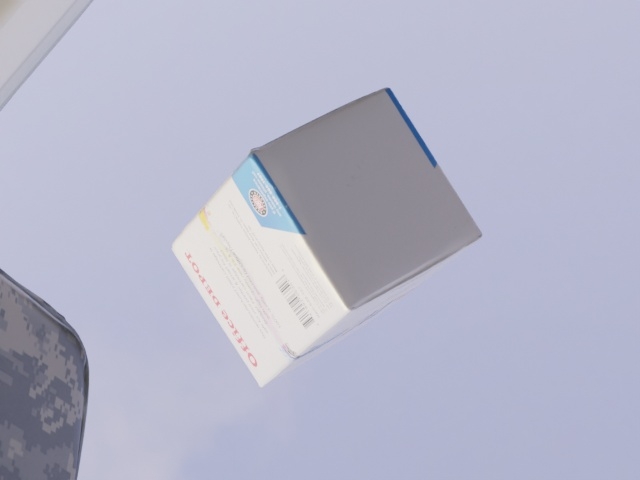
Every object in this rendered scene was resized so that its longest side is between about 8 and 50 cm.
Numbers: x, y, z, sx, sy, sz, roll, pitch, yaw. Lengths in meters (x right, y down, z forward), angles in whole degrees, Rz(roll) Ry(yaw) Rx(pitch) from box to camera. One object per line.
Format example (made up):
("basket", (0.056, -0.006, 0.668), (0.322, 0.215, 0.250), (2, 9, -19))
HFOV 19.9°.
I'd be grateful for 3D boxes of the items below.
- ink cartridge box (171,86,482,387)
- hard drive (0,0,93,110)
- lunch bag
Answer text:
("ink cartridge box", (0.000, 0.000, 1.717), (0.168, 0.171, 0.233), (-29, 173, -31))
("hard drive", (-0.239, -0.104, 0.985), (0.353, 0.047, 0.233), (-50, -140, -8))
("lunch bag", (-0.352, 0.121, 1.342), (0.256, 0.305, 0.212), (-11, -121, 29))
